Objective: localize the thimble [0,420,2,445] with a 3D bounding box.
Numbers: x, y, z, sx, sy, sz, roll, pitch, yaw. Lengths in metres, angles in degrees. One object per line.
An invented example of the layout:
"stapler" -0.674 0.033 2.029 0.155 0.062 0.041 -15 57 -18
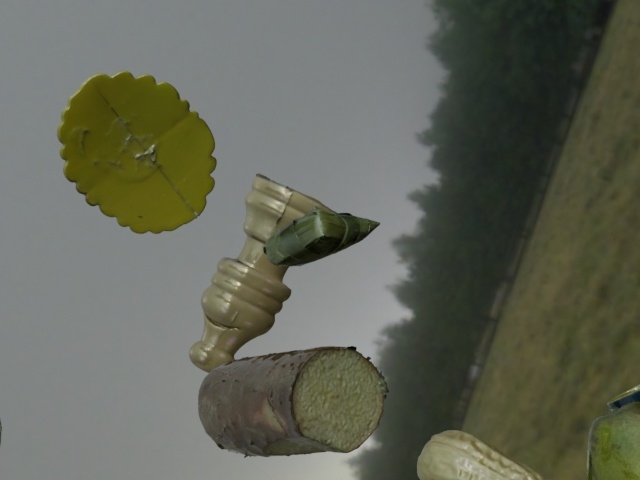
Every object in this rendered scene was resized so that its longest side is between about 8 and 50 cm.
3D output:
"thimble" -0.380 0.210 1.083 0.090 0.118 0.130 -131 42 -77

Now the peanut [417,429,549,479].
"peanut" 0.318 0.457 1.956 0.152 0.313 0.152 -43 -34 -38

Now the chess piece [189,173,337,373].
"chess piece" -0.100 0.066 1.672 0.138 0.124 0.307 31 -96 -52

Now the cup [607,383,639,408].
"cup" 0.596 0.322 1.905 0.131 0.155 0.176 -29 -13 8

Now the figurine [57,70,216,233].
"figurine" -0.235 -0.129 1.359 0.168 0.187 0.315 -63 16 5

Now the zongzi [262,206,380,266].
"zongzi" 0.000 0.000 1.347 0.119 0.109 0.055 0 -110 -50

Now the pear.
"pear" 0.511 0.372 1.651 0.212 0.269 0.212 -27 -17 -9

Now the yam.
"yam" -0.044 0.188 1.267 0.238 0.129 0.128 -13 26 51
